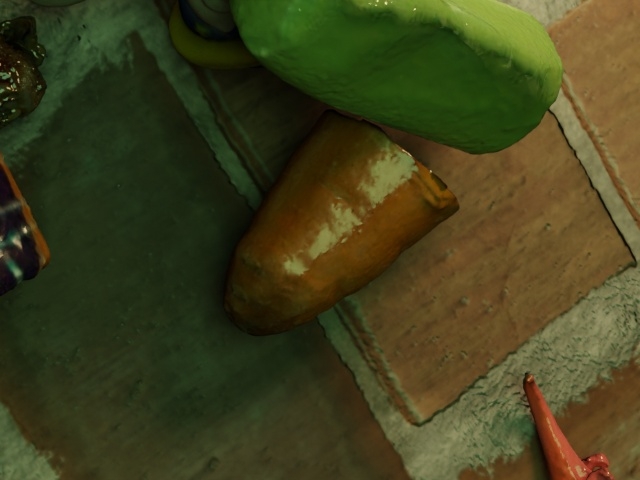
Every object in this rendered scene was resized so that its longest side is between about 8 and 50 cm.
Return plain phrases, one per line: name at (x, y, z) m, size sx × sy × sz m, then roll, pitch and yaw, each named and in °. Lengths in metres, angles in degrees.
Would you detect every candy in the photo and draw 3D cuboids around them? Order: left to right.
candy at (0.074, -0.178, 1.182) m, size 0.343 × 0.142 × 0.132 m, roll 17°, pitch 51°, yaw -43°

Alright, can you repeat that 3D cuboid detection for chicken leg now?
chicken leg at (-0.338, -0.177, 1.191) m, size 0.196 × 0.080 × 0.125 m, roll 26°, pitch 71°, yaw -8°

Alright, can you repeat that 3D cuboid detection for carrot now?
carrot at (0.000, 0.000, 1.246) m, size 0.159 × 0.159 × 0.225 m, roll 43°, pitch 79°, yaw -12°

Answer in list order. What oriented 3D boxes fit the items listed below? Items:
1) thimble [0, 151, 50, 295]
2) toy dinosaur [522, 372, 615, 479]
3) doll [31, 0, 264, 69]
thimble at (-0.353, 0.006, 1.092) m, size 0.237 × 0.237 × 0.150 m, roll -26°, pitch 97°, yaw -17°
toy dinosaur at (0.251, 0.281, 1.377) m, size 0.139 × 0.070 × 0.286 m, roll -39°, pitch 99°, yaw 8°
doll at (-0.107, -0.236, 1.199) m, size 0.311 × 0.242 × 0.159 m, roll -20°, pitch 62°, yaw 3°
